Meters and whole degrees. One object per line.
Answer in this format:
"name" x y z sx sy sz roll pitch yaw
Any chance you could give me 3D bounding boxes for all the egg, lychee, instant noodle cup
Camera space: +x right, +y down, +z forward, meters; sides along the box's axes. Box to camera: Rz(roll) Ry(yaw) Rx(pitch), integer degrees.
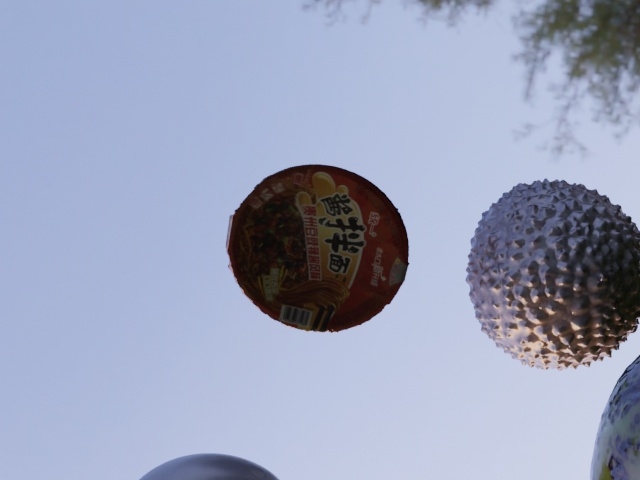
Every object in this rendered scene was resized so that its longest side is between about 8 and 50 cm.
"egg" -0.144 0.360 1.561 0.231 0.176 0.176 -4 -71 -33
"lychee" 0.364 0.052 1.821 0.300 0.300 0.300 -20 -61 -41
"instant noodle cup" 0.000 0.000 1.816 0.091 0.274 0.274 -77 -14 -65

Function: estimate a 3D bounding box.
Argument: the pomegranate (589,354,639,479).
"pomegranate" 0.414 0.224 1.107 0.285 0.340 0.285 -10 -67 -25
